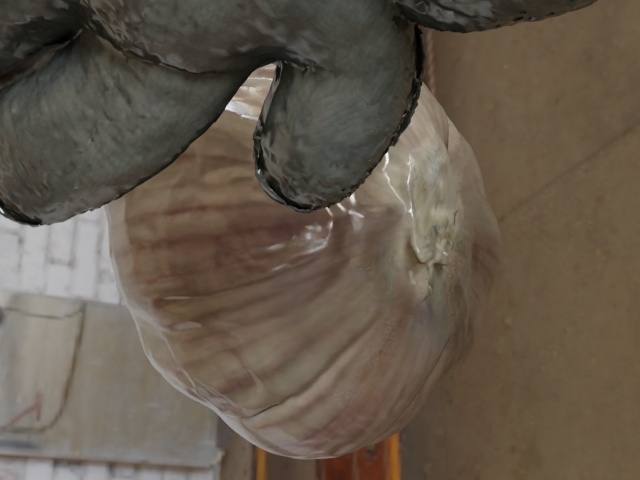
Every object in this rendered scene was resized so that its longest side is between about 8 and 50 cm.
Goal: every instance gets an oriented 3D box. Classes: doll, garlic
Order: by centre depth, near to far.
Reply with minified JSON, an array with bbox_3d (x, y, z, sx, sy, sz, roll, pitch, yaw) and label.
[{"bbox_3d":[-0.023,-0.140,0.456,0.340,0.246,0.158,-28,12,27],"label":"doll"},{"bbox_3d":[0.000,0.000,0.770,0.259,0.317,0.317,-14,69,55],"label":"garlic"}]
